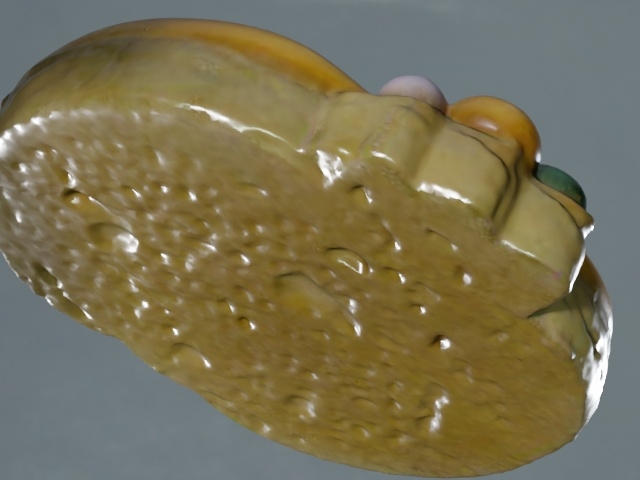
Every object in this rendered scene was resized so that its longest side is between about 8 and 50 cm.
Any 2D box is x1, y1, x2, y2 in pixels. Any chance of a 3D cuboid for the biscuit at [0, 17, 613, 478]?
[{"bbox_3d":[0.001,-0.003,0.502,0.170,0.050,0.170,17,150,10],"label":"biscuit"}]
